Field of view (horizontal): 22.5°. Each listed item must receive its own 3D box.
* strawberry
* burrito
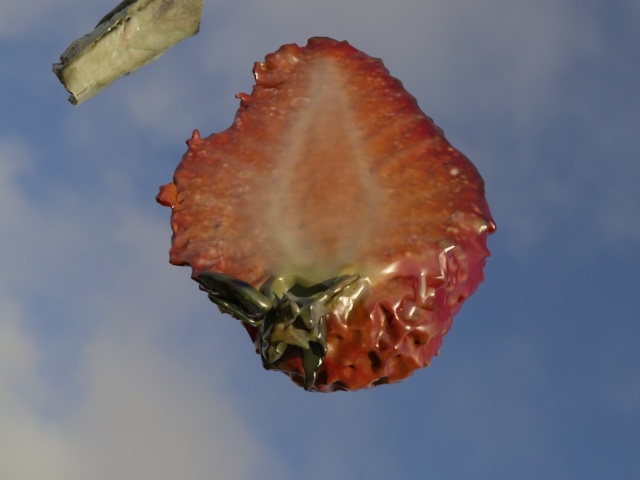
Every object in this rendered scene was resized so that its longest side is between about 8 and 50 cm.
[{"bbox_3d":[0.007,0.002,0.860,0.175,0.236,0.107,21,-49,17],"label":"strawberry"},{"bbox_3d":[-0.137,-0.158,1.214,0.055,0.149,0.041,53,-3,-9],"label":"burrito"}]
